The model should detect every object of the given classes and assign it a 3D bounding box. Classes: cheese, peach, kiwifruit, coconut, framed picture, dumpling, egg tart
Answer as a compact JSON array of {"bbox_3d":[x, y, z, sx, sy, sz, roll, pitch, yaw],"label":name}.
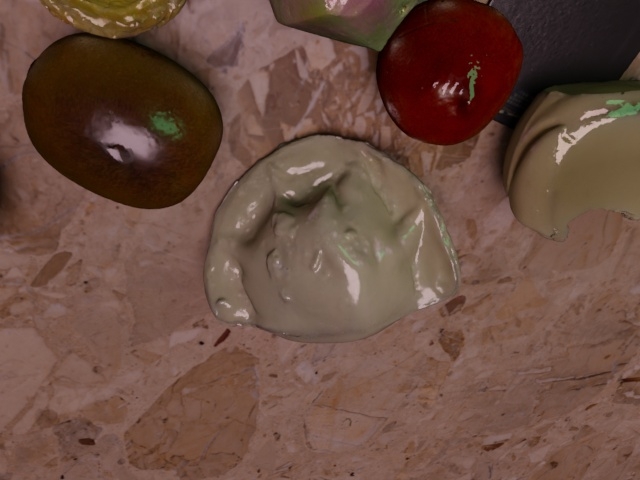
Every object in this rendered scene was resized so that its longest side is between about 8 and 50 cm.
[{"bbox_3d":[0.413,-0.125,0.813,0.266,0.127,0.233,-4,124,-5],"label":"cheese"},{"bbox_3d":[0.160,-0.212,0.688,0.197,0.197,0.197,-4,124,-7],"label":"peach"},{"bbox_3d":[-0.244,-0.147,0.669,0.234,0.196,0.196,33,113,-20],"label":"kiwifruit"},{"bbox_3d":[0.032,-0.322,0.593,0.204,0.236,0.236,-1,132,34],"label":"coconut"},{"bbox_3d":[0.357,-0.313,0.766,0.255,0.014,0.339,18,118,-20],"label":"framed picture"},{"bbox_3d":[0.000,0.000,0.834,0.395,0.233,0.316,-12,93,14],"label":"dumpling"},{"bbox_3d":[-0.235,-0.335,0.591,0.212,0.090,0.213,-4,111,-12],"label":"egg tart"}]
